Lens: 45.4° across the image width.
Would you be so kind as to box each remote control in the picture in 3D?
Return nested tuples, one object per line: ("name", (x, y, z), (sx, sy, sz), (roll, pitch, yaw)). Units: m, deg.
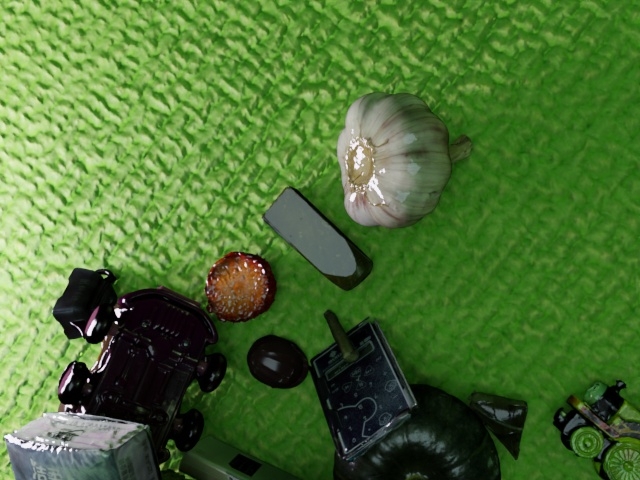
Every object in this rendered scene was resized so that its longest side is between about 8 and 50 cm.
("remote control", (-0.093, 0.471, 1.448), (0.343, 0.145, 0.050), (23, 92, 10))

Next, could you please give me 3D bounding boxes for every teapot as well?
("teapot", (-0.446, 0.122, 1.500), (0.096, 0.177, 0.087), (-2, 133, 13))

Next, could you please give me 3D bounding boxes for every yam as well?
("yam", (0.039, 0.176, 1.437), (0.033, 0.129, 0.027), (-40, 130, 11))

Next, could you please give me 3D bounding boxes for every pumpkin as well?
("pumpkin", (0.166, 0.411, 1.363), (0.300, 0.207, 0.300), (2, 102, 9))

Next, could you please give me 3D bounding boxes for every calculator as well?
("calculator", (0.070, 0.257, 1.364), (0.165, 0.274, 0.028), (-39, 121, 9))

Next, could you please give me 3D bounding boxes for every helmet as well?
("helmet", (-0.087, 0.238, 1.473), (0.123, 0.070, 0.098), (27, 97, 10))

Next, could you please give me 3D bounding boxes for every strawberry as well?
("strawberry", (-0.151, 0.090, 1.469), (0.145, 0.086, 0.145), (0, 89, 6))

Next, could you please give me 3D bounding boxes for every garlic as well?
("garlic", (0.167, -0.149, 1.364), (0.253, 0.245, 0.245), (-10, 91, -29))

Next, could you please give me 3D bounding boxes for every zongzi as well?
("zongzi", (0.319, 0.342, 1.412), (0.109, 0.055, 0.119), (10, 105, 13))

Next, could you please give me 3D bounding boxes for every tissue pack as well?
("tissue pack", (-0.359, 0.467, 1.247), (0.259, 0.122, 0.362), (-4, 103, 30))

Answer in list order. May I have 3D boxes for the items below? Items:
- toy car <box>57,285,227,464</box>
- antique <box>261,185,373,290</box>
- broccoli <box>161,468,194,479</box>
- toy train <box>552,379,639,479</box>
("toy car", (-0.351, 0.263, 1.455), (0.271, 0.240, 0.341), (29, 72, -19))
("antique", (0.000, 0.000, 1.441), (0.221, 0.080, 0.081), (42, 98, 7))
("broccoli", (-0.241, 0.551, 1.427), (0.254, 0.186, 0.302), (-14, 131, 46))
("toy train", (0.556, 0.370, 1.343), (0.296, 0.100, 0.161), (39, 91, 8))
